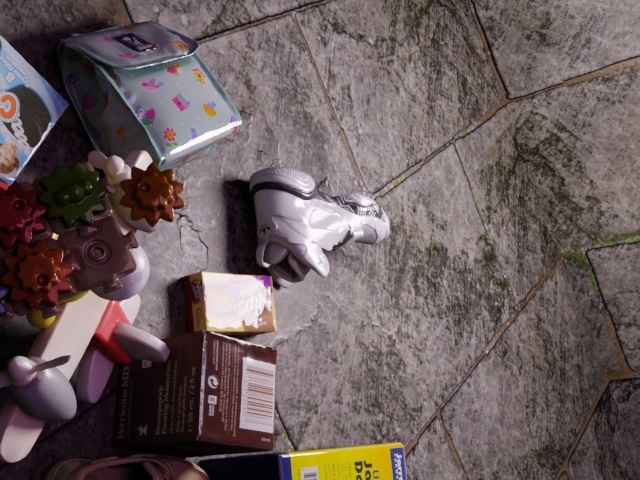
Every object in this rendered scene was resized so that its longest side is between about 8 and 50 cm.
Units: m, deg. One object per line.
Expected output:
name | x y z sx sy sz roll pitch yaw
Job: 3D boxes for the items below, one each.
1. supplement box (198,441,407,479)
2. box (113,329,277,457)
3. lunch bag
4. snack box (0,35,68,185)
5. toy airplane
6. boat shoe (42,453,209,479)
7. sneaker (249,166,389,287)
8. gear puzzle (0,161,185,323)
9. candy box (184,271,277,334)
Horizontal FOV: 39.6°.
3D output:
supplement box | -0.018 0.470 1.574 0.356 0.194 0.195 11 70 -50
box | -0.197 0.250 1.414 0.167 0.203 0.168 22 61 -46
lunch bag | -0.295 -0.249 1.501 0.223 0.160 0.262 -32 93 -48
snack box | -0.532 -0.242 1.272 0.322 0.060 0.187 48 47 -31
toy airplane | -0.332 0.069 1.233 0.384 0.272 0.386 -14 93 -55
boat shoe | -0.272 0.379 1.361 0.302 0.098 0.109 21 62 -47
sneaker | 0.000 0.000 1.812 0.366 0.137 0.210 21 63 -41
gear puzzle | -0.316 -0.008 1.090 0.339 0.044 0.175 -22 83 -24
candy box | -0.162 0.118 1.628 0.187 0.053 0.109 7 72 -49
